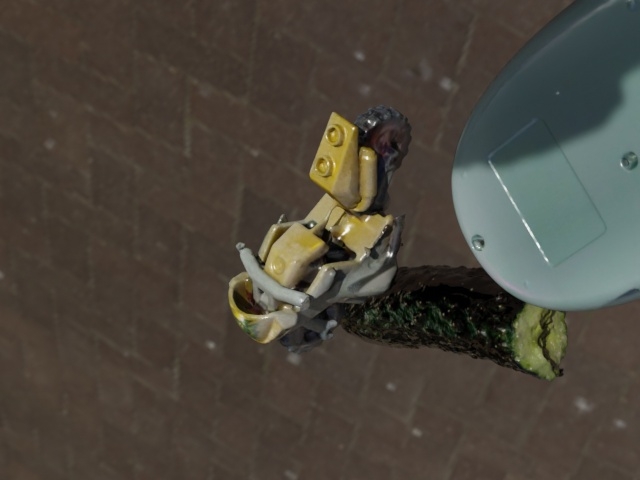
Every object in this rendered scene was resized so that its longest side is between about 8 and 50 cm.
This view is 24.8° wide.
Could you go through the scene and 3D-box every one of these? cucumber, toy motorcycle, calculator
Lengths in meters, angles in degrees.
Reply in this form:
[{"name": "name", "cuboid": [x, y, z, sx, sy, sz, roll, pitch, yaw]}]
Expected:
[{"name": "cucumber", "cuboid": [0.095, 0.058, 1.191, 0.303, 0.072, 0.081, 6, 100, 61]}, {"name": "toy motorcycle", "cuboid": [0.000, 0.000, 1.157, 0.094, 0.130, 0.229, 40, 121, 36]}, {"name": "calculator", "cuboid": [0.199, -0.069, 0.894, 0.299, 0.041, 0.185, -37, 74, 37]}]
